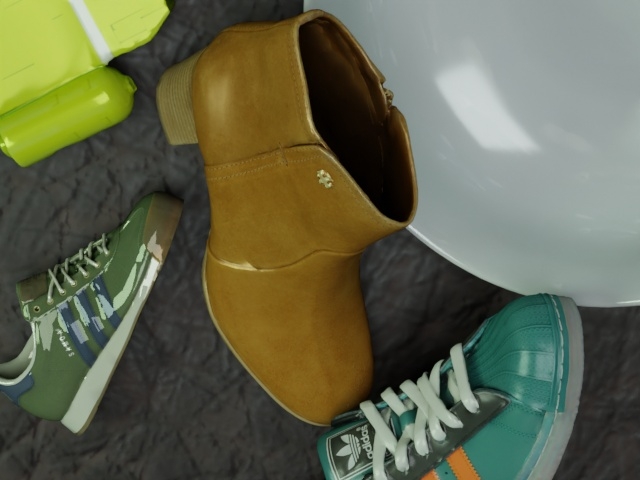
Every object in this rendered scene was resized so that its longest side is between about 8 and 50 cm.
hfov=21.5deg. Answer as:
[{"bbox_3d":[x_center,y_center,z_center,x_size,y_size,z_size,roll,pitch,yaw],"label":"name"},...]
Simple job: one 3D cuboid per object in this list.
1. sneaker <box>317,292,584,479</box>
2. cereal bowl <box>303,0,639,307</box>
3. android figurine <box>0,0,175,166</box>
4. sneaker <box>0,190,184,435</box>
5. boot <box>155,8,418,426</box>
[{"bbox_3d":[0.069,0.144,1.135,0.121,0.108,0.302,13,131,-19],"label":"sneaker"},{"bbox_3d":[0.166,-0.134,1.064,0.339,0.141,0.339,17,130,22],"label":"cereal bowl"},{"bbox_3d":[-0.210,-0.180,1.134,0.273,0.056,0.248,-23,103,8],"label":"android figurine"},{"bbox_3d":[-0.171,0.042,1.184,0.086,0.064,0.192,23,107,-11],"label":"sneaker"},{"bbox_3d":[0.000,-0.001,1.090,0.104,0.211,0.295,-31,105,-26],"label":"boot"}]
